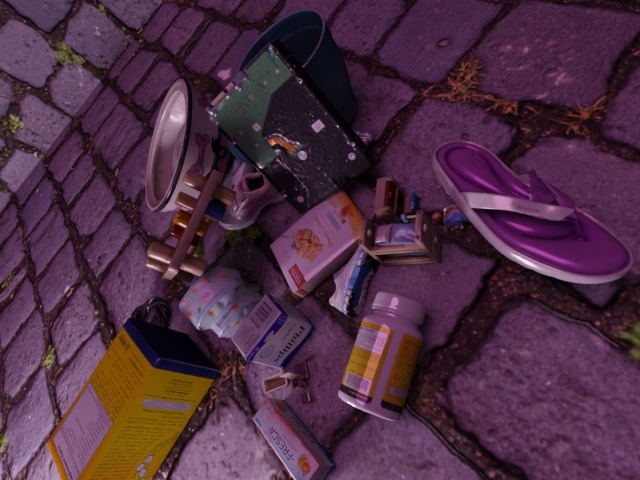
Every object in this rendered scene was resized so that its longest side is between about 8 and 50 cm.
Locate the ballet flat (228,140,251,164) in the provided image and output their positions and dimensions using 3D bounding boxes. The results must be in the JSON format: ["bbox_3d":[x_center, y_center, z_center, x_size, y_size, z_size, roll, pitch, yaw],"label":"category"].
[{"bbox_3d":[-0.146,-0.240,1.119,0.247,0.087,0.083,20,99,33],"label":"ballet flat"}]

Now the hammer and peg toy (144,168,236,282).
[{"bbox_3d":[-0.343,-0.025,1.045,0.361,0.127,0.266,-21,47,64],"label":"hammer and peg toy"}]

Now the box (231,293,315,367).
[{"bbox_3d":[-0.101,0.203,0.898,0.126,0.137,0.072,-52,51,1],"label":"box"}]

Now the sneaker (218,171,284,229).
[{"bbox_3d":[-0.204,-0.128,1.153,0.252,0.111,0.103,-35,52,15],"label":"sneaker"}]

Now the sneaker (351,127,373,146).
[{"bbox_3d":[0.084,-0.255,1.068,0.098,0.038,0.069,22,80,40],"label":"sneaker"}]

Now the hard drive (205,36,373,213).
[{"bbox_3d":[-0.070,-0.247,0.945,0.236,0.339,0.064,-33,24,30],"label":"hard drive"}]

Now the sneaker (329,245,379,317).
[{"bbox_3d":[0.070,0.067,0.898,0.082,0.071,0.191,15,76,44],"label":"sneaker"}]

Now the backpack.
[{"bbox_3d":[-0.236,0.149,0.986,0.166,0.188,0.144,-47,66,3],"label":"backpack"}]

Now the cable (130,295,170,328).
[{"bbox_3d":[-0.512,0.263,1.218,0.150,0.047,0.185,-15,57,22],"label":"cable"}]

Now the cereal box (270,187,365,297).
[{"bbox_3d":[0.000,0.000,0.990,0.240,0.047,0.173,-41,49,10],"label":"cereal box"}]

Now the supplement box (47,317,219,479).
[{"bbox_3d":[-0.455,0.407,1.001,0.194,0.195,0.357,28,84,40],"label":"supplement box"}]

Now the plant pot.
[{"bbox_3d":[-0.037,-0.407,1.085,0.271,0.255,0.272,-17,57,28],"label":"plant pot"}]

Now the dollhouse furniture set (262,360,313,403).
[{"bbox_3d":[-0.089,0.313,0.871,0.114,0.081,0.091,-28,54,20],"label":"dollhouse furniture set"}]

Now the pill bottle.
[{"bbox_3d":[0.120,0.209,0.756,0.119,0.119,0.209,11,74,38],"label":"pill bottle"}]

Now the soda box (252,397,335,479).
[{"bbox_3d":[-0.057,0.401,0.817,0.183,0.063,0.058,36,90,41],"label":"soda box"}]

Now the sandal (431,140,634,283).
[{"bbox_3d":[0.342,-0.080,0.727,0.169,0.102,0.416,-28,48,-13],"label":"sandal"}]

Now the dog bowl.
[{"bbox_3d":[-0.415,-0.276,1.273,0.408,0.150,0.408,-19,65,50],"label":"dog bowl"}]

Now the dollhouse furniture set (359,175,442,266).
[{"bbox_3d":[0.171,-0.056,0.848,0.129,0.129,0.184,-6,64,32],"label":"dollhouse furniture set"}]

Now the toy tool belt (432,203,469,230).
[{"bbox_3d":[0.270,-0.044,0.827,0.083,0.052,0.051,-20,49,26],"label":"toy tool belt"}]

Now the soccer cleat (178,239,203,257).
[{"bbox_3d":[-0.412,-0.022,1.267,0.060,0.072,0.179,-36,52,14],"label":"soccer cleat"}]

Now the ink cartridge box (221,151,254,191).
[{"bbox_3d":[-0.271,-0.272,1.264,0.223,0.045,0.224,30,105,43],"label":"ink cartridge box"}]
